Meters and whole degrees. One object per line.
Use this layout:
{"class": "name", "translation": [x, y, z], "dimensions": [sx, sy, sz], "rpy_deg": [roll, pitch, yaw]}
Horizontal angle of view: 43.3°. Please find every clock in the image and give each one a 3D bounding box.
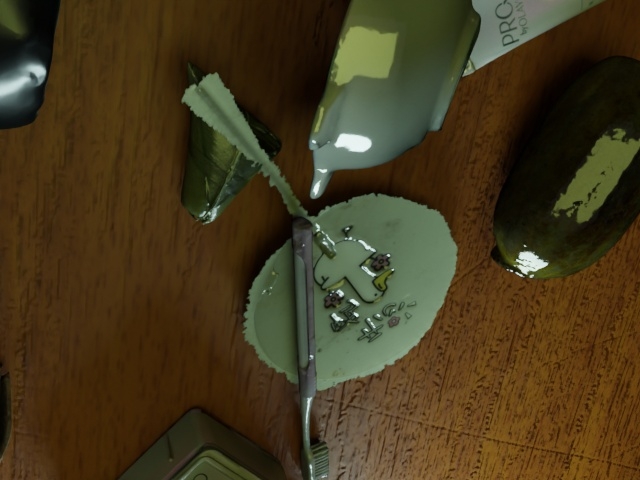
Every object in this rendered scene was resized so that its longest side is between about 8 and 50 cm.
{"class": "clock", "translation": [-0.141, 0.287, 0.838], "dimensions": [0.192, 0.071, 0.147], "rpy_deg": [-44, 121, 4]}

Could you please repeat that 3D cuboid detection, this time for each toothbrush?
{"class": "toothbrush", "translation": [-0.009, 0.126, 0.811], "dimensions": [0.029, 0.024, 0.354], "rpy_deg": [-19, 128, -23]}

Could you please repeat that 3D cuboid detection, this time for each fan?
{"class": "fan", "translation": [0.000, 0.000, 0.754], "dimensions": [0.233, 0.012, 0.414], "rpy_deg": [-35, 131, -3]}

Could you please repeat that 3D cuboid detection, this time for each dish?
{"class": "dish", "translation": [0.068, -0.134, 0.626], "dimensions": [0.086, 0.228, 0.236], "rpy_deg": [21, 70, 6]}

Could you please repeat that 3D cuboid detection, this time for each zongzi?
{"class": "zongzi", "translation": [-0.104, -0.079, 0.683], "dimensions": [0.104, 0.052, 0.113], "rpy_deg": [-49, 127, 3]}

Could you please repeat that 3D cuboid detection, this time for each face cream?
{"class": "face cream", "translation": [0.227, -0.240, 0.734], "dimensions": [0.244, 0.058, 0.092], "rpy_deg": [-25, 125, 0]}

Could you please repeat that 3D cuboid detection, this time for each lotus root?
{"class": "lotus root", "translation": [0.259, -0.067, 0.786], "dimensions": [0.124, 0.123, 0.241], "rpy_deg": [24, 102, -19]}

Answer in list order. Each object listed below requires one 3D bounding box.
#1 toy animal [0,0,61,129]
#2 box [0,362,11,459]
{"class": "toy animal", "translation": [-0.293, -0.171, 0.497], "dimensions": [0.267, 0.212, 0.212], "rpy_deg": [4, 113, -18]}
{"class": "box", "translation": [-0.428, 0.144, 0.625], "dimensions": [0.333, 0.145, 0.173], "rpy_deg": [30, 103, -29]}
